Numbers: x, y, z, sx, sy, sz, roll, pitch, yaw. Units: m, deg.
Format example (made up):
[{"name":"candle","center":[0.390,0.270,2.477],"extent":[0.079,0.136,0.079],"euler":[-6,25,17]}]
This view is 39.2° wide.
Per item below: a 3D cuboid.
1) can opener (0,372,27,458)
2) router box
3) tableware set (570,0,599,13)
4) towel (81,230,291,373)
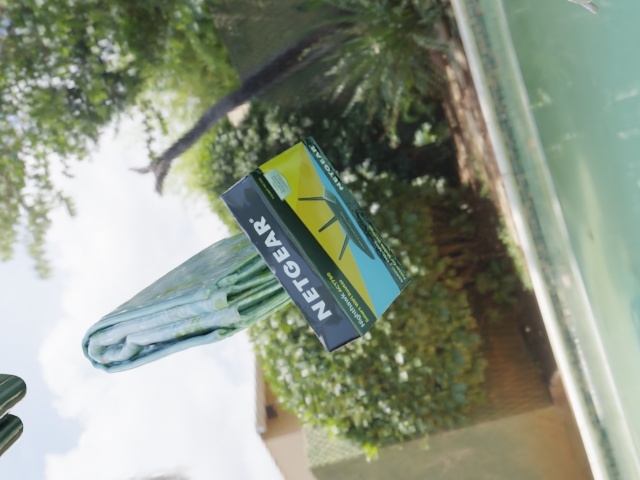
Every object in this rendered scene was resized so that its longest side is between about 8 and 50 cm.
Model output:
[{"name":"can opener","center":[-0.314,0.160,0.710],"extent":[0.283,0.095,0.076],"euler":[-154,69,-85]},{"name":"router box","center":[0.000,0.000,0.855],"extent":[0.179,0.046,0.133],"euler":[55,-147,-4]},{"name":"tableware set","center":[0.228,-0.319,0.985],"extent":[0.194,0.039,0.128],"euler":[40,170,18]},{"name":"towel","center":[-0.147,0.069,1.338],"extent":[0.320,0.374,0.090],"euler":[-35,-77,-43]}]
